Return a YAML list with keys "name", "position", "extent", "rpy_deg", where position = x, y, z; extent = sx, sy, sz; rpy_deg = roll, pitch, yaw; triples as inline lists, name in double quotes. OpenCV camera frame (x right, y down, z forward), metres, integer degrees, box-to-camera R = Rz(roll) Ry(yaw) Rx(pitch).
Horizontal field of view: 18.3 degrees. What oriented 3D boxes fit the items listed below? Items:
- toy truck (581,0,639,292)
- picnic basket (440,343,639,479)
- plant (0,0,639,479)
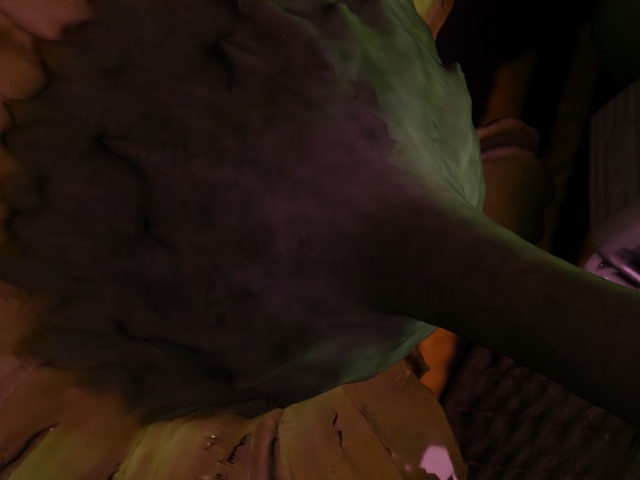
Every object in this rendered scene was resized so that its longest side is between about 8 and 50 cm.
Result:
- name: "toy truck"
  position: [0.148, -0.087, 0.655]
  extent: [0.125, 0.101, 0.242]
  rpy_deg: [25, 53, -23]
- name: "picnic basket"
  position: [0.133, 0.134, 0.654]
  extent: [0.196, 0.154, 0.134]
  rpy_deg: [42, 69, -28]
- name: "plant"
  position: [-0.044, -0.012, 0.517]
  extent: [0.261, 0.297, 0.305]
  rpy_deg: [10, 102, -4]
